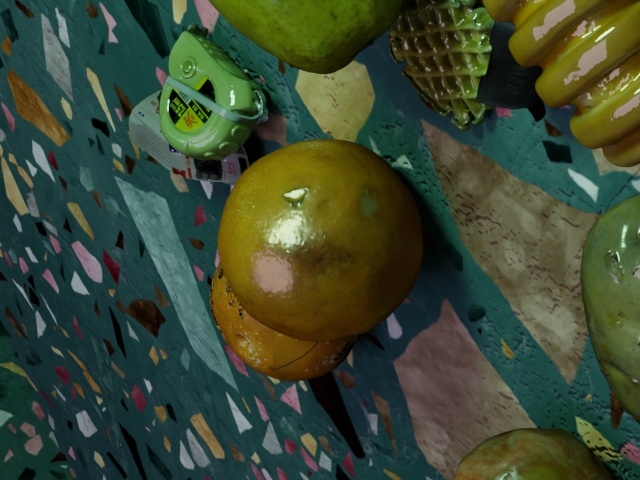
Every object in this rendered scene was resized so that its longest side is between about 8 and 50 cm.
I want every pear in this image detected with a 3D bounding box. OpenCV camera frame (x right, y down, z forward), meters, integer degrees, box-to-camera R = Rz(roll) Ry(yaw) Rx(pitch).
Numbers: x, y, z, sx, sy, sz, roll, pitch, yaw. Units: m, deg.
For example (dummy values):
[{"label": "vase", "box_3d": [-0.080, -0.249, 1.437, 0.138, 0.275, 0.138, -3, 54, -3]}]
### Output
[{"label": "pear", "box_3d": [-0.027, -0.340, 1.792, 0.307, 0.253, 0.253, 53, 151, 3]}]

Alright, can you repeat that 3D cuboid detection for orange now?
[{"label": "orange", "box_3d": [0.000, 0.000, 2.034, 0.261, 0.261, 0.261, 39, 144, 36]}, {"label": "orange", "box_3d": [-0.050, 0.091, 2.286, 0.234, 0.182, 0.234, 28, 140, 27]}]

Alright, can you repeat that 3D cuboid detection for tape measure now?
[{"label": "tape measure", "box_3d": [-0.154, -0.188, 2.252, 0.177, 0.087, 0.154, 44, 106, 33]}]

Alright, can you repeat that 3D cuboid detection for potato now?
[{"label": "potato", "box_3d": [0.358, 0.079, 1.639, 0.191, 0.141, 0.296, 14, 127, 34]}]

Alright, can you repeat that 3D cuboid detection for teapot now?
[{"label": "teapot", "box_3d": [0.227, -0.194, 1.680, 0.096, 0.087, 0.177, 22, 139, 12]}]

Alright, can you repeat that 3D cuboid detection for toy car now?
[{"label": "toy car", "box_3d": [-0.184, -0.143, 2.361, 0.209, 0.108, 0.089, 38, 144, 37]}]

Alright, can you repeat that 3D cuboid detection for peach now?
[{"label": "peach", "box_3d": [0.273, 0.331, 1.943, 0.235, 0.214, 0.214, 17, 131, 29]}]

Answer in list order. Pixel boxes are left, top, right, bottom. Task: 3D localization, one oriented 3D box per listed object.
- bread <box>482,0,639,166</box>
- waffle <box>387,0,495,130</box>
[{"label": "bread", "box_3d": [0.249, -0.217, 1.535, 0.173, 0.121, 0.311, -38, 87, 39]}, {"label": "waffle", "box_3d": [0.144, -0.217, 1.837, 0.169, 0.036, 0.183, 49, 151, 18]}]
